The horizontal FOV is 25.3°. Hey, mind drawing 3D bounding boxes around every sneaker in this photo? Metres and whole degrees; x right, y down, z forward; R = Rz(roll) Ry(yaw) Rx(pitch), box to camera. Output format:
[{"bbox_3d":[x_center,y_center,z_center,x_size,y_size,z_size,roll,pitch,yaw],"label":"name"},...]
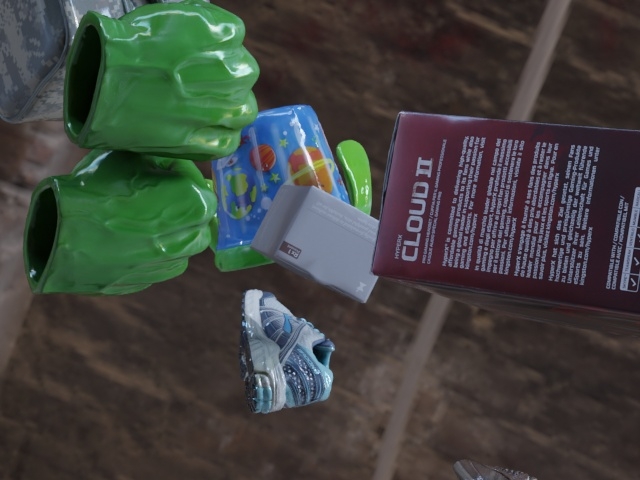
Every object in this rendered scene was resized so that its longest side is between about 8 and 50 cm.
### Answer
[{"bbox_3d":[-0.046,0.153,1.923,0.122,0.110,0.283,1,23,-8],"label":"sneaker"},{"bbox_3d":[0.241,0.322,1.806,0.066,0.071,0.188,56,-9,-34],"label":"sneaker"}]

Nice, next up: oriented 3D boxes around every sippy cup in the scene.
[{"bbox_3d":[-0.068,-0.085,2.175,0.305,0.224,0.240,-13,1,8],"label":"sippy cup"}]

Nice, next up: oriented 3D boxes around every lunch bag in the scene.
[{"bbox_3d":[-0.252,-0.300,1.640,0.256,0.212,0.305,-5,69,-39],"label":"lunch bag"}]

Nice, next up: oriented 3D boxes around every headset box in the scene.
[{"bbox_3d":[0.187,0.001,0.900,0.293,0.110,0.218,8,-5,31],"label":"headset box"}]

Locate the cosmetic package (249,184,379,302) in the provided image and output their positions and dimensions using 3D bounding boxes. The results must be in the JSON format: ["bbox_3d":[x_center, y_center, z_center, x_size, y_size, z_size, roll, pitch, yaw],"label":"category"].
[{"bbox_3d":[0.000,0.000,1.750,0.127,0.107,0.238,28,-5,-12],"label":"cosmetic package"}]

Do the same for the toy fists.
[{"bbox_3d":[-0.140,-0.068,1.125,0.142,0.279,0.096,1,39,-29],"label":"toy fists"}]
